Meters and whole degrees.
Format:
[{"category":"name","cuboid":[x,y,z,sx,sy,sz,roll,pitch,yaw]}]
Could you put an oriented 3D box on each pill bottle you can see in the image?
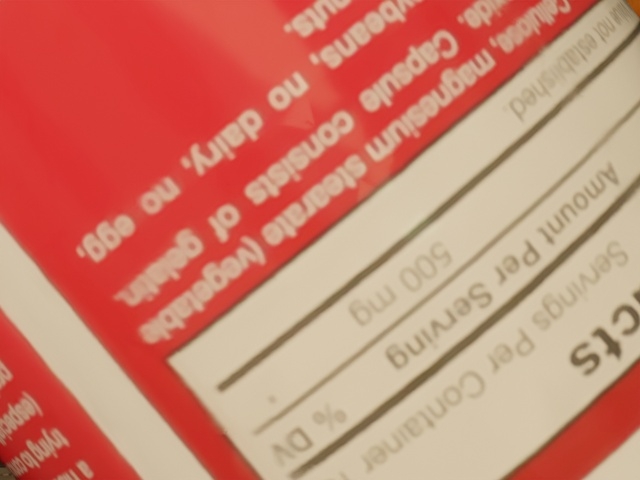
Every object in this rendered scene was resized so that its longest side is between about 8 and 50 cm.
[{"category":"pill bottle","cuboid":[0.000,0.000,0.420,0.229,0.229,0.407,-40,92,-19]}]

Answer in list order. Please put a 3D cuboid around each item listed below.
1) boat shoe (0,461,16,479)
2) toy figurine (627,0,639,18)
[{"category":"boat shoe","cuboid":[-0.104,0.078,0.505,0.081,0.068,0.228,-35,70,-18]},{"category":"toy figurine","cuboid":[0.189,-0.091,0.530,0.209,0.213,0.148,14,80,8]}]
